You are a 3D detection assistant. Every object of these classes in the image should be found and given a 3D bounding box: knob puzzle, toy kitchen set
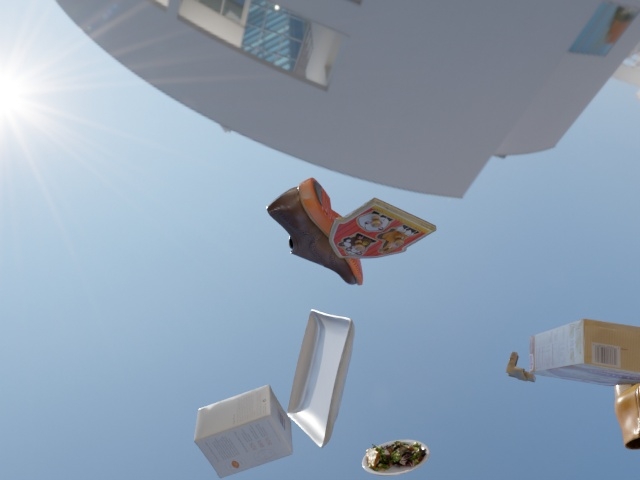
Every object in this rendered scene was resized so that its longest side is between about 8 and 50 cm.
[{"bbox_3d":[0.103,-0.001,1.020,0.213,0.213,0.030,8,-122,-18],"label":"knob puzzle"},{"bbox_3d":[0.625,0.386,1.596,0.083,0.068,0.075,6,-122,39],"label":"toy kitchen set"}]

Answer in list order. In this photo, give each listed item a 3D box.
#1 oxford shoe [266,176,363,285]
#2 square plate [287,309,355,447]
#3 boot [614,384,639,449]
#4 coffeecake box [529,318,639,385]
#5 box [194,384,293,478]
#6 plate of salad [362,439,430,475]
[{"bbox_3d":[0.000,0.000,1.223,0.133,0.363,0.130,-22,-136,14],"label":"oxford shoe"},{"bbox_3d":[0.002,0.386,1.510,0.049,0.347,0.344,15,-98,-18],"label":"square plate"},{"bbox_3d":[0.828,0.364,1.197,0.104,0.295,0.211,30,-139,-12],"label":"boot"},{"bbox_3d":[0.430,0.178,0.795,0.142,0.185,0.068,8,-108,1],"label":"coffeecake box"},{"bbox_3d":[-0.162,0.407,1.096,0.171,0.130,0.091,-20,-152,4],"label":"box"},{"bbox_3d":[0.216,0.619,1.490,0.200,0.200,0.048,-15,-88,-35],"label":"plate of salad"}]
